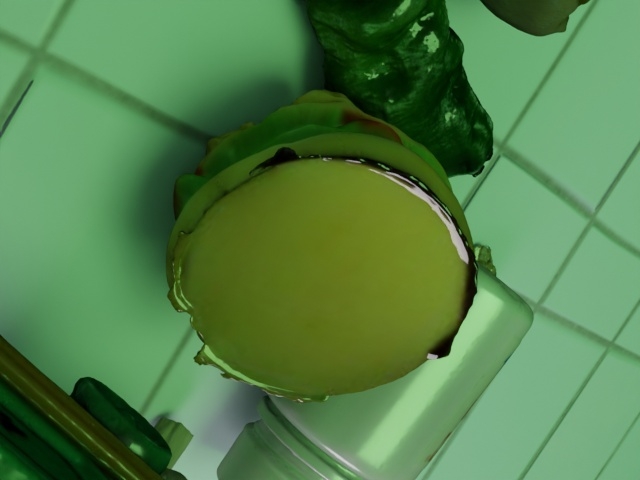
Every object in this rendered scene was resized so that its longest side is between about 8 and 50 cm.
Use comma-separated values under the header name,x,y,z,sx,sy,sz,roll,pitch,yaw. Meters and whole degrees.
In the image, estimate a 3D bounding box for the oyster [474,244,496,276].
name,x,y,z,sx,sy,sz,roll,pitch,yaw
oyster,0.139,0.083,1.032,0.166,0.053,0.108,-40,149,-26

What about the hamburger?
name,x,y,z,sx,sy,sz,roll,pitch,yaw
hamburger,0.000,0.000,0.735,0.237,0.149,0.237,-2,122,-3

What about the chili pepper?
name,x,y,z,sx,sy,sz,roll,pitch,yaw
chili pepper,0.061,-0.139,0.764,0.136,0.099,0.270,-20,142,0

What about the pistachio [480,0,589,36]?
name,x,y,z,sx,sy,sz,roll,pitch,yaw
pistachio,0.158,-0.266,0.708,0.166,0.197,0.288,-26,156,9

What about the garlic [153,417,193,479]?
name,x,y,z,sx,sy,sz,roll,pitch,yaw
garlic,-0.164,0.227,0.779,0.212,0.219,0.218,-70,166,-55

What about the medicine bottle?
name,x,y,z,sx,sy,sz,roll,pitch,yaw
medicine bottle,0.046,0.132,0.883,0.293,0.170,0.170,-54,140,1

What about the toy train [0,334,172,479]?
name,x,y,z,sx,sy,sz,roll,pitch,yaw
toy train,-0.211,0.128,0.514,0.178,0.249,0.429,-46,105,-8
